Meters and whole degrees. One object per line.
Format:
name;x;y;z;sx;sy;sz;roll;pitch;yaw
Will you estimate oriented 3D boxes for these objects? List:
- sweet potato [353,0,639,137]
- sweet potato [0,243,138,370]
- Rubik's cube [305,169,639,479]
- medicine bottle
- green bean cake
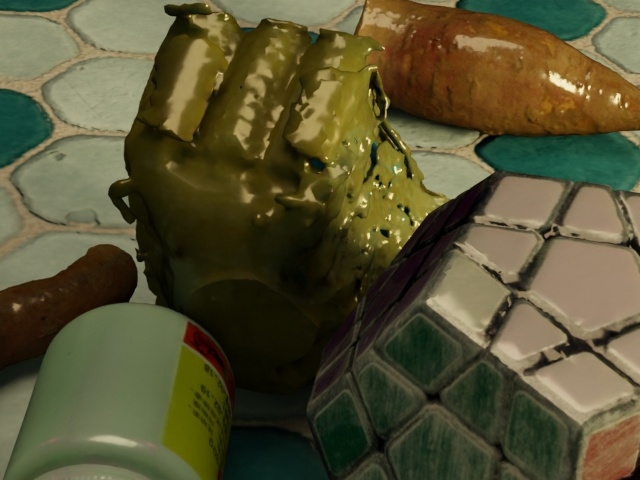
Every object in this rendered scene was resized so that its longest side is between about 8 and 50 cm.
sweet potato;0.179;-0.163;1.636;0.336;0.131;0.131;13;33;15
sweet potato;-0.280;0.087;1.197;0.109;0.109;0.385;25;25;28
Rubik's cube;0.146;0.110;1.034;0.264;0.319;0.319;-23;31;12
medicine bottle;-0.132;0.152;1.073;0.139;0.139;0.225;5;32;0
green bean cake;0.000;0.000;1.199;0.285;0.310;0.202;12;60;15
